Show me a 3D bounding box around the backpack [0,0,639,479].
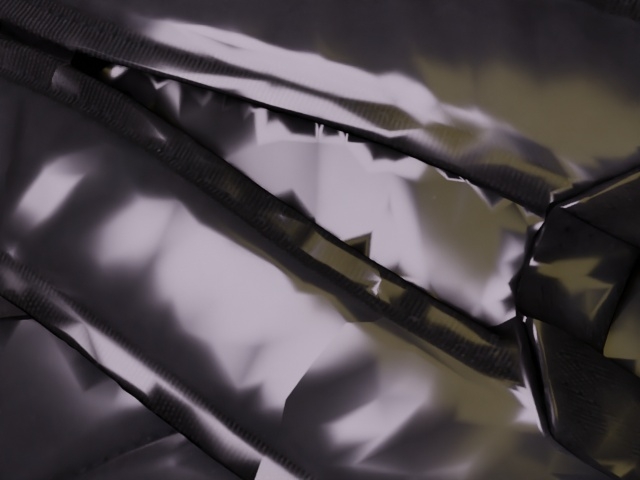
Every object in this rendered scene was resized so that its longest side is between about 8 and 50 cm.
[{"bbox_3d":[0.000,0.000,0.558,0.355,0.273,0.290,17,73,39],"label":"backpack"}]
